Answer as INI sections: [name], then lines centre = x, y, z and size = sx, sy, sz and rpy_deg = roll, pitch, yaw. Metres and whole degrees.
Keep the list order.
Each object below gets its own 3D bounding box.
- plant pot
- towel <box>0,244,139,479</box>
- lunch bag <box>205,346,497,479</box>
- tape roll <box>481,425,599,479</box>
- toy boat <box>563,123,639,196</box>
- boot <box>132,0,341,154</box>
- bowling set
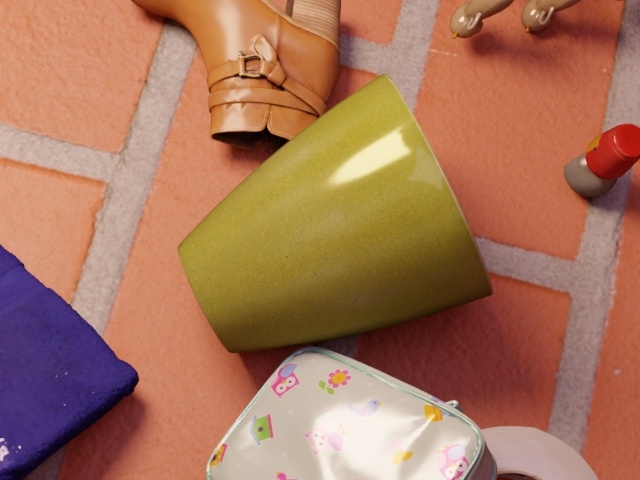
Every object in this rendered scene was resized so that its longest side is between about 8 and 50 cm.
[plant pot]
centre = 0.000, 0.000, 1.529
size = 0.293, 0.275, 0.274
rpy_deg = -26, 72, 1
[towel]
centre = -0.376, 0.118, 1.490
size = 0.308, 0.076, 0.228
rpy_deg = 40, 45, 13
[lunch bag]
centre = 0.041, 0.244, 1.447
size = 0.279, 0.108, 0.224
rpy_deg = 24, 64, 31
[tape roll]
centre = 0.207, 0.317, 1.502
size = 0.219, 0.072, 0.219
rpy_deg = 2, 68, -6
[toy boat]
centre = 0.463, -0.067, 1.662
size = 0.318, 0.148, 0.267
rpy_deg = 15, 72, -8
[boot]
centre = -0.118, -0.221, 1.682
size = 0.283, 0.109, 0.220
rpy_deg = 13, 71, -9
[bowling set]
centre = 0.293, -0.339, 1.761
size = 0.200, 0.154, 0.287
rpy_deg = 32, 66, -13
